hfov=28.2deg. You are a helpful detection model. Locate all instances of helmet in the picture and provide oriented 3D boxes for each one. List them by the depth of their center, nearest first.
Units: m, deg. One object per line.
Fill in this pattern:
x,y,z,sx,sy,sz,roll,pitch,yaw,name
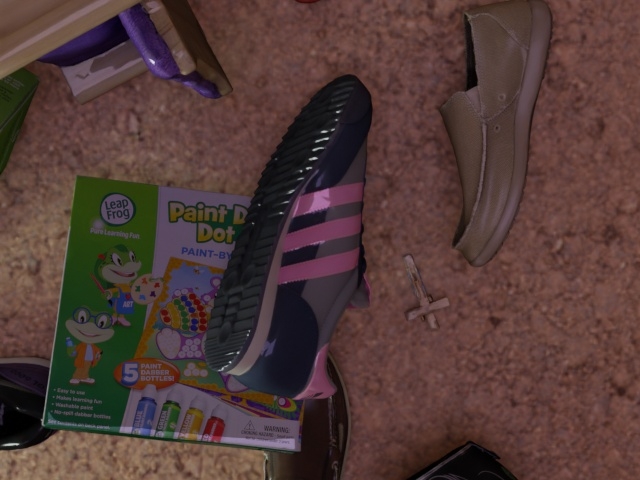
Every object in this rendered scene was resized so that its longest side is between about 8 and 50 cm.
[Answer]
0.142,0.305,1.282,0.169,0.169,0.161,-34,81,5,helmet

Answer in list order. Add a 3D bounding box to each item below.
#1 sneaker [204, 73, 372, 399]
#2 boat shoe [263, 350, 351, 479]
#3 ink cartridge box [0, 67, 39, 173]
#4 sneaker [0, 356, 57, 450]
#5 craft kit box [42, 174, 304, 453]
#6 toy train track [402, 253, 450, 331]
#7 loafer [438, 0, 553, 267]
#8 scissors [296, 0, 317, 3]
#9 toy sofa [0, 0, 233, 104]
0.000,0.000,1.216,0.131,0.112,0.319,30,72,-26,sneaker
-0.015,0.233,1.301,0.095,0.095,0.257,0,99,-1,boat shoe
-0.412,-0.092,1.257,0.189,0.097,0.255,30,132,-5,ink cartridge box
-0.398,0.167,1.273,0.283,0.124,0.107,-4,99,0,sneaker
-0.131,0.073,1.247,0.250,0.061,0.246,6,76,-7,craft kit box
0.104,0.054,1.317,0.048,0.014,0.083,-21,93,10,toy train track
0.159,-0.109,1.253,0.092,0.102,0.268,11,89,-1,loafer
0.023,-0.380,1.247,0.109,0.021,0.297,28,97,-2,scissors
-0.194,-0.182,1.102,0.150,0.362,0.177,-27,93,3,toy sofa
